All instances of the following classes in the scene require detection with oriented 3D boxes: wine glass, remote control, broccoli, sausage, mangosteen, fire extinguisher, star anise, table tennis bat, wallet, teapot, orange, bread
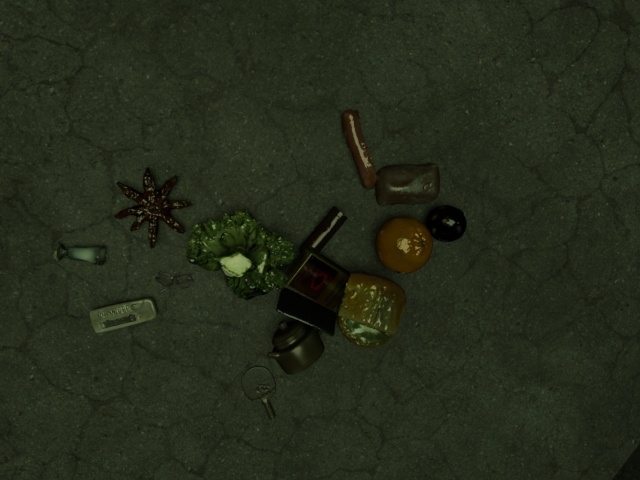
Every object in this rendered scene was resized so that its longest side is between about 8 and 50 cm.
[{"bbox_3d":[-0.852,0.050,1.535,0.155,0.072,0.072,6,99,-7],"label":"wine glass"},{"bbox_3d":[-0.725,0.272,1.599,0.230,0.049,0.090,-13,102,-5],"label":"remote control"},{"bbox_3d":[-0.266,0.050,1.512,0.338,0.317,0.277,39,89,-37],"label":"broccoli"},{"bbox_3d":[0.144,-0.332,1.588,0.078,0.078,0.305,-20,102,-3],"label":"sausage"},{"bbox_3d":[0.483,-0.072,1.651,0.152,0.152,0.153,-1,100,-7],"label":"mangosteen"},{"bbox_3d":[0.000,0.000,1.629,0.089,0.072,0.268,39,93,-8],"label":"fire extinguisher"},{"bbox_3d":[-0.599,-0.115,1.528,0.287,0.088,0.289,-1,102,-5],"label":"star anise"},{"bbox_3d":[-0.235,0.616,1.739,0.131,0.022,0.235,-20,100,-4],"label":"table tennis bat"},{"bbox_3d":[-0.049,0.272,1.649,0.244,0.124,0.025,28,124,-11],"label":"wallet"},{"bbox_3d":[-0.093,0.373,1.635,0.267,0.185,0.176,-39,105,-38],"label":"teapot"},{"bbox_3d":[0.313,0.016,1.618,0.219,0.193,0.220,1,83,-7],"label":"orange"},{"bbox_3d":[0.208,0.222,1.554,0.261,0.162,0.205,22,77,-20],"label":"bread"}]

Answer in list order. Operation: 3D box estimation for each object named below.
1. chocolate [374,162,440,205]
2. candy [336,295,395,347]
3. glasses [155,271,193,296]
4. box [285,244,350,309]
[{"bbox_3d":[0.336,-0.209,1.630,0.261,0.083,0.161,-6,99,-5],"label":"chocolate"},{"bbox_3d":[0.188,0.288,1.688,0.259,0.118,0.260,-1,95,-6],"label":"candy"},{"bbox_3d":[-0.544,0.159,1.574,0.139,0.104,0.063,7,101,-5],"label":"glasses"},{"bbox_3d":[-0.003,0.144,1.617,0.240,0.071,0.159,35,99,-32],"label":"box"}]
